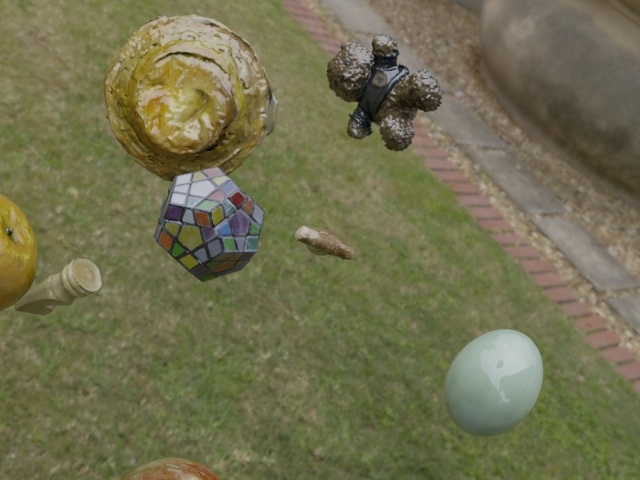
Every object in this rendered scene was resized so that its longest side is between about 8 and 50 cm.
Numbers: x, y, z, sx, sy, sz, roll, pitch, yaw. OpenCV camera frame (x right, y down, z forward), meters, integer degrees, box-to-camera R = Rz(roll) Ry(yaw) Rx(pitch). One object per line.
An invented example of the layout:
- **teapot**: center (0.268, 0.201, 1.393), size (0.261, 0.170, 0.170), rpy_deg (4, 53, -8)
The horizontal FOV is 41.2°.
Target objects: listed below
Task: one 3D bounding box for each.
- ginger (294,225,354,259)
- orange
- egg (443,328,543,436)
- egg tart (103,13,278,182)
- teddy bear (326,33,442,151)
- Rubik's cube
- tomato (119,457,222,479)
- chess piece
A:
- **ginger**: center (0.000, 0.000, 0.967), size (0.048, 0.030, 0.097), rpy_deg (7, -10, 42)
- **orange**: center (-0.733, 0.027, 1.789), size (0.279, 0.235, 0.279), rpy_deg (58, 18, -33)
- **egg**: center (0.289, 0.238, 1.424), size (0.149, 0.192, 0.149), rpy_deg (31, 11, -7)
- **egg tart**: center (-0.254, -0.267, 1.616), size (0.341, 0.341, 0.129), rpy_deg (30, 6, -6)
- **teddy bear**: center (0.108, -0.240, 1.423), size (0.129, 0.182, 0.251), rpy_deg (12, 25, -47)
- **Rubik's cube**: center (-0.107, -0.015, 0.818), size (0.111, 0.093, 0.111), rpy_deg (-1, 41, 1)
- **tomato**: center (-0.278, 0.501, 1.486), size (0.270, 0.270, 0.223), rpy_deg (0, 47, -45)
- **chess piece**: center (-0.599, 0.117, 1.932), size (0.090, 0.200, 0.090), rpy_deg (46, 28, -34)
